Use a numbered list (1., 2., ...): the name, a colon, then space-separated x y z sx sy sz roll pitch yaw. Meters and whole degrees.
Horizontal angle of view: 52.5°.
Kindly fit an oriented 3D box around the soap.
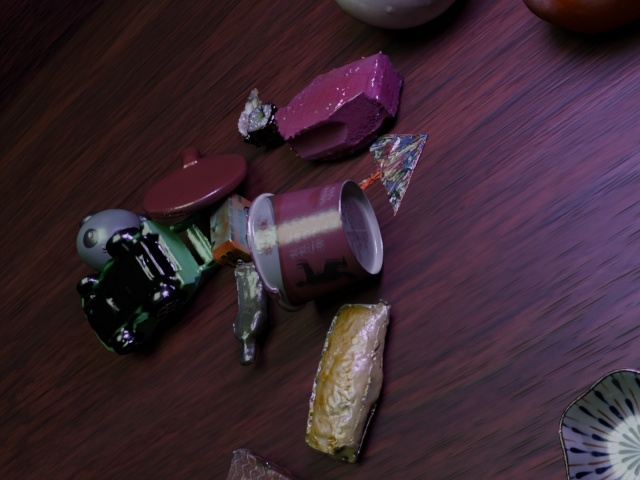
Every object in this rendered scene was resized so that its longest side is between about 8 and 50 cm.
1. soap: 0.027 -0.274 1.405 0.289 0.112 0.182 -12 48 40

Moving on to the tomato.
1. tomato: 0.443 -0.481 1.049 0.265 0.265 0.265 -22 52 32

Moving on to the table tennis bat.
1. table tennis bat: -0.311 -0.156 1.597 0.268 0.051 0.415 -24 26 -4

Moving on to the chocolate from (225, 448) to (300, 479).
1. chocolate: -0.085 0.451 1.082 0.214 0.093 0.148 15 78 47

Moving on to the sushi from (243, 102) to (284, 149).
1. sushi: -0.125 -0.272 1.565 0.094 0.084 0.098 -6 67 37

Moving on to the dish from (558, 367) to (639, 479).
1. dish: 0.389 0.254 0.784 0.190 0.066 0.191 -20 56 33

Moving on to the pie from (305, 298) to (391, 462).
1. pie: 0.048 0.229 1.116 0.128 0.068 0.282 -5 59 40

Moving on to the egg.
1. egg: 0.147 -0.586 1.362 0.283 0.283 0.345 -61 29 -5

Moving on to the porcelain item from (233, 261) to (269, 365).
1. porcelain item: -0.139 0.153 1.331 0.081 0.069 0.216 -16 54 21

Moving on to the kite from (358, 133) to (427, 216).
1. kite: 0.141 -0.151 1.300 0.189 0.009 0.232 -36 46 21

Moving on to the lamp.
1. lamp: -0.535 0.039 1.691 0.197 0.197 0.244 -5 79 41

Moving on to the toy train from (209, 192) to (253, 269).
1. toy train: -0.193 -0.020 1.463 0.072 0.099 0.188 -30 48 26

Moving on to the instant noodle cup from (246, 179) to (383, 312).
1. instant noodle cup: 0.000 0.000 1.197 0.178 0.235 0.235 -16 55 23

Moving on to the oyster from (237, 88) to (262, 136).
1. oyster: -0.169 -0.310 1.653 0.103 0.051 0.148 -34 44 48

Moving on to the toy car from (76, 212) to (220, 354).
1. toy car: -0.408 0.102 1.534 0.359 0.176 0.213 -46 73 25
